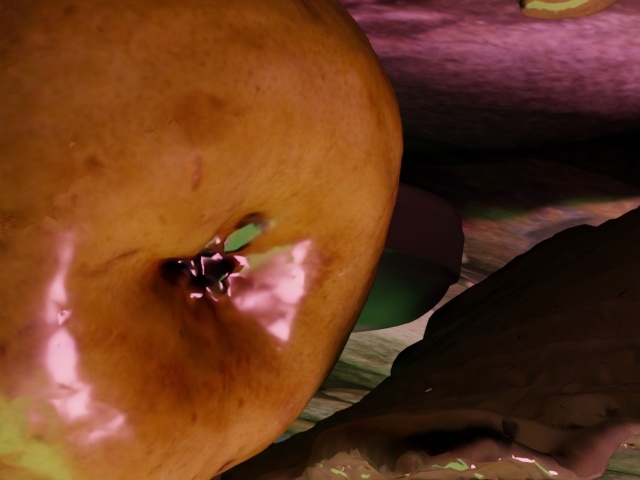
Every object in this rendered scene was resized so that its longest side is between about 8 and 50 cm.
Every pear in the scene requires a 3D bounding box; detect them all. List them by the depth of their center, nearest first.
[{"bbox_3d":[-0.122,-0.024,0.748,0.304,0.304,0.304,11,165,3],"label":"pear"}]

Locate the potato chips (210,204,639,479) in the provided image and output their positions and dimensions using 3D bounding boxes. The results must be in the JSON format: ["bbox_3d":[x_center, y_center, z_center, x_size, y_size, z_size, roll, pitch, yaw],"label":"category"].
[{"bbox_3d":[0.092,0.080,0.880,0.373,0.097,0.389,-31,-174,-35],"label":"potato chips"}]

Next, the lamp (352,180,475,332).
[{"bbox_3d":[-0.001,0.002,1.079,0.179,0.108,0.246,0,161,25],"label":"lamp"}]

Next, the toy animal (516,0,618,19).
[{"bbox_3d":[0.033,-0.152,0.549,0.219,0.103,0.101,10,146,14],"label":"toy animal"}]
